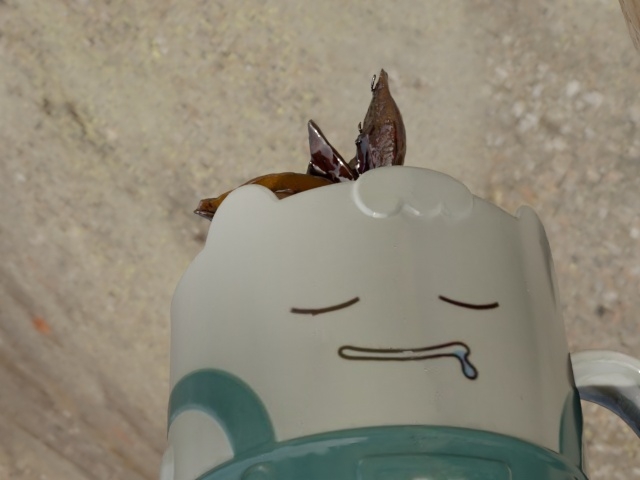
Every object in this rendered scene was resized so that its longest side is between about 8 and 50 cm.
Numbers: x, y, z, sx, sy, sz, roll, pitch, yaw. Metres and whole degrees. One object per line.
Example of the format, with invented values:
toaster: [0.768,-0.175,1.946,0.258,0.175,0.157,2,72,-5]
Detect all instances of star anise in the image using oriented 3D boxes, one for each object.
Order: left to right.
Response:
star anise: [0.002,0.000,0.805,0.053,0.157,0.212,0,99,59]

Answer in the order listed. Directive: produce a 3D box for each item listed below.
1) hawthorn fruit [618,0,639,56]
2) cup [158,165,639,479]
hawthorn fruit: [0.338,-0.169,0.550,0.472,0.471,0.471,27,154,14]
cup: [0.062,0.125,0.650,0.290,0.257,0.219,4,144,-11]
